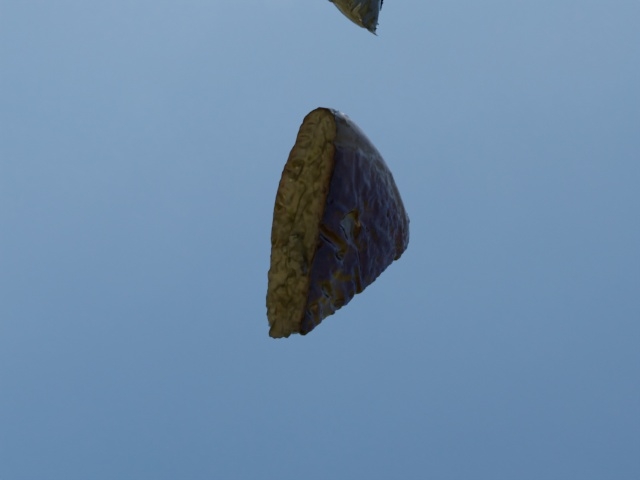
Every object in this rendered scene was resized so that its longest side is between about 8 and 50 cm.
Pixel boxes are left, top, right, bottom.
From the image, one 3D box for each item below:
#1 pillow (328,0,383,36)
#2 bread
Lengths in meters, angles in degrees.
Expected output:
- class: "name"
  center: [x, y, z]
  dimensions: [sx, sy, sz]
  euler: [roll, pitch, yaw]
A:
- class: "pillow"
  center: [0.016, -0.261, 1.135]
  dimensions: [0.050, 0.148, 0.229]
  euler: [-32, -154, 36]
- class: "bread"
  center: [0.005, -0.025, 1.011]
  dimensions: [0.054, 0.136, 0.154]
  euler: [13, -146, 27]
